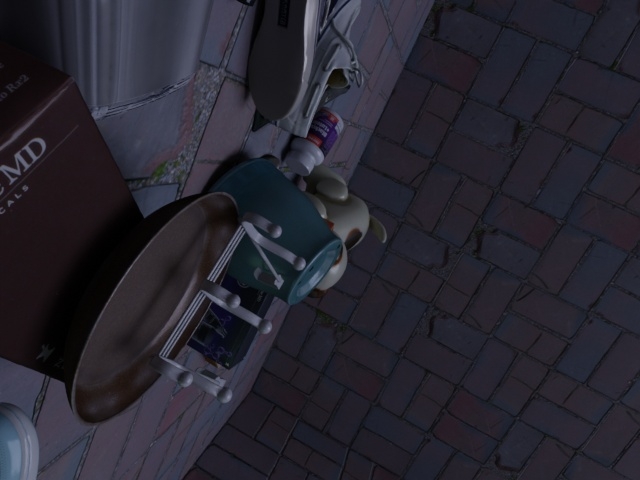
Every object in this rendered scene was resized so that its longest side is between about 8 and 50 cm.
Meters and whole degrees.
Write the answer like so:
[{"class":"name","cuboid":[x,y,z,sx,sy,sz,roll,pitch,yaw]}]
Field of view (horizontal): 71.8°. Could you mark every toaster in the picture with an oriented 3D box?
[{"class":"toaster","cuboid":[-0.190,-0.207,0.394,0.227,0.129,0.146,-56,172,-49]}]

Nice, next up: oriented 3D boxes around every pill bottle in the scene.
[{"class":"pill bottle","cuboid":[-0.021,-0.288,1.294,0.193,0.108,0.108,-60,172,-19]}]

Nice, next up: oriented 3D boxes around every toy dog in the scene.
[{"class":"toy dog","cuboid":[0.000,0.000,1.445,0.284,0.396,0.408,-57,-174,37]}]

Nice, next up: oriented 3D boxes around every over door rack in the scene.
[{"class":"over door rack","cuboid":[-0.123,0.122,0.698,0.239,0.108,0.324,-60,173,-19]}]

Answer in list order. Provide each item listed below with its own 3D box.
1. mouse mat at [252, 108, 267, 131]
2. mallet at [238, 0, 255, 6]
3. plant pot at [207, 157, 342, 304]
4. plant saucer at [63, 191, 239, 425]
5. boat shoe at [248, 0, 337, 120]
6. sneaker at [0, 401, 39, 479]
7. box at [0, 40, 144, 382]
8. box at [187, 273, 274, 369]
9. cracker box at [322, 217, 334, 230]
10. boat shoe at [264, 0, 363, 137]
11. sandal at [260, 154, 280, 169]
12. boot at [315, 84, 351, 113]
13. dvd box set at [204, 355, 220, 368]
[{"class":"mouse mat","cuboid":[-0.098,-0.344,0.982,0.152,0.007,0.189,-53,167,-49]},{"class":"mallet","cuboid":[-0.128,-0.375,0.585,0.062,0.039,0.190,-63,169,14]},{"class":"plant pot","cuboid":[-0.104,0.000,0.988,0.271,0.255,0.271,-46,163,-18]},{"class":"plant saucer","cuboid":[-0.202,0.071,0.550,0.310,0.050,0.310,-62,172,-15]},{"class":"boat shoe","cuboid":[-0.029,-0.391,0.803,0.158,0.127,0.340,-44,161,-45]},{"class":"sneaker","cuboid":[-0.467,0.350,0.489,0.318,0.127,0.208,-63,174,-1]},{"class":"box","cuboid":[-0.289,0.010,0.445,0.191,0.143,0.381,-60,170,-26]},{"class":"box","cuboid":[-0.238,0.169,1.149,0.261,0.184,0.103,-64,173,6]},{"class":"cracker box","cuboid":[-0.101,-0.026,1.199,0.155,0.232,0.067,-59,173,-25]},{"class":"boat shoe","cuboid":[0.030,-0.390,0.994,0.367,0.157,0.136,-60,180,-10]},{"class":"sandal","cuboid":[-0.148,-0.154,1.094,0.090,0.060,0.219,-66,172,22]},{"class":"boot","cuboid":[-0.014,-0.379,1.212,0.161,0.083,0.246,-59,169,28]},{"class":"dvd box set","cuboid":[-0.295,0.239,1.470,0.307,0.062,0.420,-59,172,-26]}]
